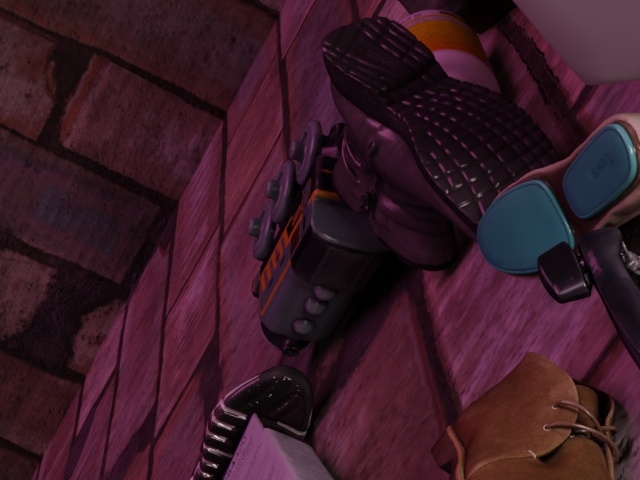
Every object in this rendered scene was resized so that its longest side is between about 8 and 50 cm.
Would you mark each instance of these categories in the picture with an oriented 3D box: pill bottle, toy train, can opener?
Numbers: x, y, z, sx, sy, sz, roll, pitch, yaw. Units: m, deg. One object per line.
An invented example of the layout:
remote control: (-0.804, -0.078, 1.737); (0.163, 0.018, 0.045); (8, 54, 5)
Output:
pill bottle: (0.129, -0.164, 1.658); (0.117, 0.117, 0.215); (-60, 14, 21)
toy train: (0.000, 0.000, 1.797); (0.334, 0.142, 0.190); (121, 158, -54)
can opener: (0.214, 0.049, 1.097); (0.073, 0.059, 0.186); (-36, 29, 6)

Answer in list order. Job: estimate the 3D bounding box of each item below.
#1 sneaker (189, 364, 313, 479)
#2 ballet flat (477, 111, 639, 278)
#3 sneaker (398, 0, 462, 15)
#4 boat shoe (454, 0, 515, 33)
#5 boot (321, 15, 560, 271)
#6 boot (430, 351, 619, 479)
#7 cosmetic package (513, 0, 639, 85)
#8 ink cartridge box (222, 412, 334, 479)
sneaker: (-0.089, 0.211, 1.855); (0.281, 0.106, 0.162); (-56, 13, 35)
ballet flat: (0.212, -0.033, 1.206); (0.248, 0.086, 0.086); (-37, 31, 62)
sneaker: (0.144, -0.344, 1.815); (0.151, 0.094, 0.256); (-62, -15, 0)
boat shoe: (0.193, -0.286, 1.766); (0.152, 0.056, 0.049); (146, 143, -67)
boot: (0.119, -0.047, 1.477); (0.338, 0.118, 0.223); (54, 160, 40)
boot: (0.156, 0.148, 1.044); (0.115, 0.112, 0.305); (-53, 12, 3)
cosmetic package: (0.297, -0.345, 1.072); (0.230, 0.161, 0.453); (-1, 60, 42)
ink cartridge box: (-0.080, 0.372, 1.598); (0.330, 0.071, 0.324); (-140, 73, -77)
